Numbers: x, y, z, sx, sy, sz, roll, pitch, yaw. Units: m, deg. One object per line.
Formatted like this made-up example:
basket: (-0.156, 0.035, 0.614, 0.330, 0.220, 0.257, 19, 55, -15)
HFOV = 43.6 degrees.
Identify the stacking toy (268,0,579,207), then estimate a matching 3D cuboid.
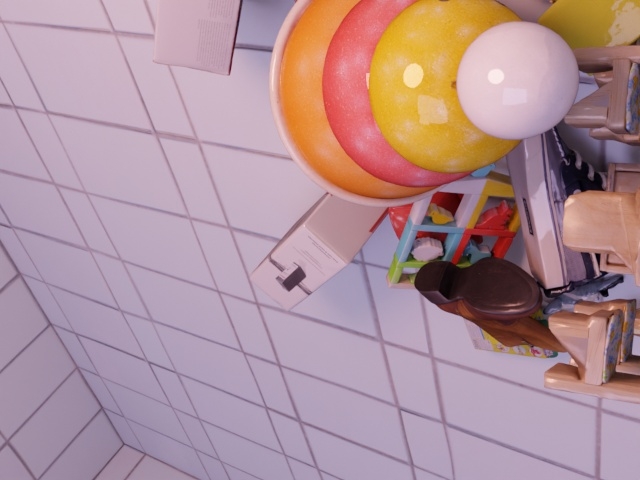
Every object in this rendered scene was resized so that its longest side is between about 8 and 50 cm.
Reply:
stacking toy: (0.158, -0.189, 0.964, 0.351, 0.350, 0.480, 54, 171, -19)

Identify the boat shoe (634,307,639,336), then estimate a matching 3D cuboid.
boat shoe: (0.585, 0.116, 1.300, 0.190, 0.068, 0.072, -4, 114, 32)

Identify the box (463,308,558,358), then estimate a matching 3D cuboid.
box: (0.373, 0.173, 1.559, 0.179, 0.043, 0.105, 5, 131, 41)

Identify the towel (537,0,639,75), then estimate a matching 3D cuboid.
towel: (0.368, -0.301, 0.927, 0.102, 0.021, 0.237, 48, 136, 1)

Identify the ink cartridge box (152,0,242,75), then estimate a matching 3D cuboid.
ink cartridge box: (-0.171, -0.468, 1.234, 0.130, 0.272, 0.309, 8, 144, -9)

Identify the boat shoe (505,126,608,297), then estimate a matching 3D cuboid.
boat shoe: (0.383, -0.091, 1.221, 0.158, 0.127, 0.341, -14, 107, 1)

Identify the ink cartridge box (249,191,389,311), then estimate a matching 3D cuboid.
ink cartridge box: (0.000, 0.000, 1.569, 0.114, 0.197, 0.273, 43, 145, -5)

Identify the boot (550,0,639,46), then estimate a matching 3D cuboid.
boot: (0.334, -0.305, 1.028, 0.203, 0.095, 0.262, 15, 136, 29)

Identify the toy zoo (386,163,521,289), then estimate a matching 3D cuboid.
toy zoo: (0.240, -0.022, 1.358, 0.192, 0.030, 0.293, 4, 134, -14)

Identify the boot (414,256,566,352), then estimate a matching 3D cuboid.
boot: (0.331, 0.137, 1.354, 0.280, 0.096, 0.264, 35, 157, -30)

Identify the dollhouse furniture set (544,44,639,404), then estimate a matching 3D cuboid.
dollhouse furniture set: (0.446, -0.015, 0.946, 0.256, 0.394, 0.362, 5, 94, 28)

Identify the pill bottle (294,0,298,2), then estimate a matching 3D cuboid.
pill bottle: (0.023, -0.377, 1.207, 0.121, 0.121, 0.216, -15, 119, 49)

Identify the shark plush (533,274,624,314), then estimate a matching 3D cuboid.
shark plush: (0.443, 0.084, 1.393, 0.161, 0.073, 0.067, -18, 86, 55)

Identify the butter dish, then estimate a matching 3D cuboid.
butter dish: (0.187, -0.027, 1.441, 0.160, 0.118, 0.160, 2, 129, 41)
